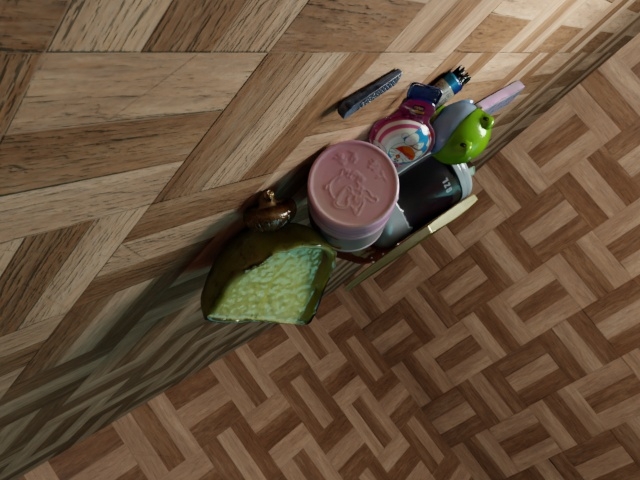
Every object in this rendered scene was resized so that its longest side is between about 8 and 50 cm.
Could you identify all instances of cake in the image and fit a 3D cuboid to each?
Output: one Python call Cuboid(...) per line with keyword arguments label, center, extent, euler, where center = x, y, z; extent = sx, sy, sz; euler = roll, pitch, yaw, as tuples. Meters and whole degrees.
Cuboid(label="cake", center=(0.135, -0.014, 2.071), extent=(0.283, 0.150, 0.177), euler=(11, 143, -44))

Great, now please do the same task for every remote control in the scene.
Cuboid(label="remote control", center=(0.092, -0.278, 1.221), extent=(0.152, 0.027, 0.043), euler=(-35, 165, -23))

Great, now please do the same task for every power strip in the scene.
Cuboid(label="power strip", center=(0.569, -0.451, 2.132), extent=(0.279, 0.037, 0.109), euler=(-31, 170, -34))

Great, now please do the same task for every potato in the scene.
Cuboid(label="potato", center=(-0.123, 0.042, 1.555), extent=(0.330, 0.212, 0.280), euler=(7, 130, -42))

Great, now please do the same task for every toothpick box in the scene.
Cuboid(label="toothpick box", center=(0.210, -0.132, 1.803), extent=(0.355, 0.263, 0.263), euler=(-35, 171, -8))

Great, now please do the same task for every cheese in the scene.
Cuboid(label="cheese", center=(0.199, -0.256, 1.475), extent=(0.244, 0.155, 0.062), euler=(115, -16, -47))

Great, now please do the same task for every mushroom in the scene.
Cuboid(label="mushroom", center=(-0.108, -0.057, 1.382), extent=(0.126, 0.085, 0.109), euler=(-23, 165, -37))

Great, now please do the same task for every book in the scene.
Cuboid(label="book", center=(0.252, 0.011, 1.839), extent=(0.269, 0.032, 0.389), euler=(-30, 173, -45))

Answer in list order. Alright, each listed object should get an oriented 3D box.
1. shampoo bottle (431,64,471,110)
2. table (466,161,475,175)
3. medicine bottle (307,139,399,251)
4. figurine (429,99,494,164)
Cuboid(label="shampoo bottle", center=(0.273, -0.339, 1.518), extent=(0.183, 0.050, 0.087), euler=(-38, 169, 12))
Cuboid(label="table", center=(0.359, -0.231, 2.077), extent=(0.240, 0.121, 0.111), euler=(-27, 137, -2))
Cuboid(label="medicine bottle", center=(0.069, -0.093, 1.503), extent=(0.202, 0.202, 0.316), euler=(-36, 171, -7))
Cuboid(label="figurine", center=(0.314, -0.270, 1.585), extent=(0.162, 0.143, 0.263), euler=(-44, -155, -7))
